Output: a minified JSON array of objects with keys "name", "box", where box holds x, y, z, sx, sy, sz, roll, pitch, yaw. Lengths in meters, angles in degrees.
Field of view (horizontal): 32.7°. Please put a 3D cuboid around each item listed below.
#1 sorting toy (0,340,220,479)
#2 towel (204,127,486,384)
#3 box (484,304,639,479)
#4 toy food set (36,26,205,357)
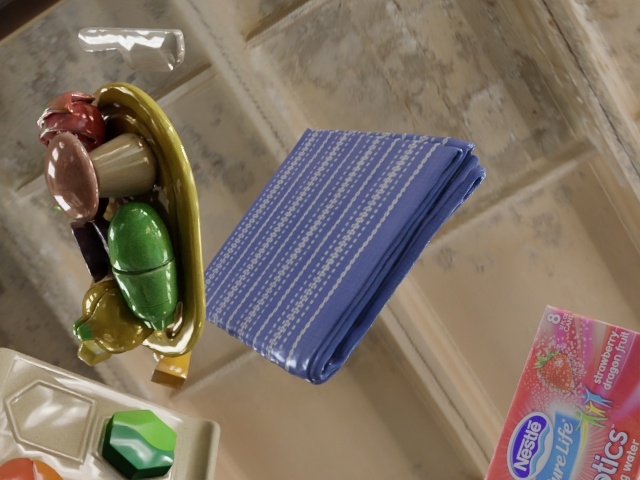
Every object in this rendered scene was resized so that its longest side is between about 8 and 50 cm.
[{"name":"sorting toy","box":[-0.199,0.164,0.954,0.229,0.307,0.041,20,-54,-13]},{"name":"towel","box":[0.000,0.000,1.027,0.040,0.336,0.243,40,-99,-24]},{"name":"box","box":[0.271,0.239,1.150,0.154,0.142,0.300,18,-98,30]},{"name":"toy food set","box":[-0.134,-0.020,0.652,0.071,0.128,0.218,-20,-61,-35]}]
